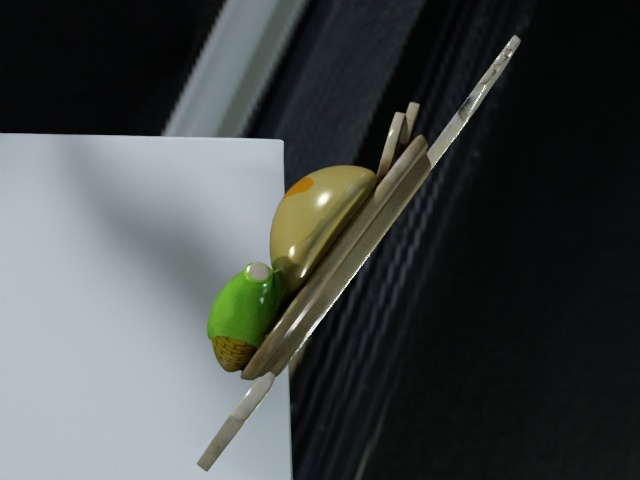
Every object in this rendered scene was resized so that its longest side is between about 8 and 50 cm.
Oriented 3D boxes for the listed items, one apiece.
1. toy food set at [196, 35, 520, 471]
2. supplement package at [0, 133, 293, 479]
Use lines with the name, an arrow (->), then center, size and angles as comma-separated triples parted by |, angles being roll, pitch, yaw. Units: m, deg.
toy food set -> 0.000, 0.000, 0.544 | 0.038, 0.132, 0.192 | 37, -114, 2
supplement package -> -0.124, 0.081, 0.723 | 0.199, 0.262, 0.198 | 1, -108, -7
